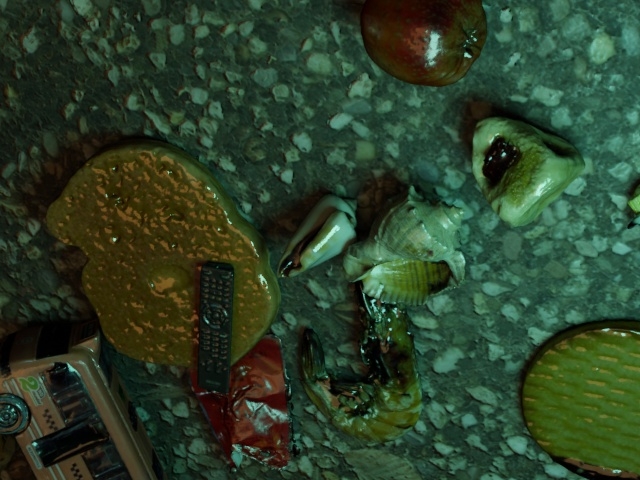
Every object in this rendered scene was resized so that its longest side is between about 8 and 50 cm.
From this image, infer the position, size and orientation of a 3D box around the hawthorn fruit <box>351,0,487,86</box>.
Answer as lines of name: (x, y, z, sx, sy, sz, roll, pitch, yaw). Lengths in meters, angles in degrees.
hawthorn fruit: (0.134, -0.312, 1.680, 0.200, 0.179, 0.179, 18, 121, 28)

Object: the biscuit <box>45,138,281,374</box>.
biscuit: (-0.261, 0.037, 2.030, 0.350, 0.078, 0.455, -17, 108, 23)

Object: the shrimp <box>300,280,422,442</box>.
shrimp: (0.057, 0.204, 2.023, 0.233, 0.071, 0.365, 0, 121, 24)

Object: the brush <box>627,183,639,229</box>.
brush: (0.572, -0.107, 1.705, 0.297, 0.068, 0.060, -29, 82, 24)

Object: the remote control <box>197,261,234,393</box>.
remote control: (-0.180, 0.153, 2.013, 0.063, 0.025, 0.245, 10, 115, 10)

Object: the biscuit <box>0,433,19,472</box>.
biscuit: (-0.684, 0.354, 2.335, 0.335, 0.078, 0.329, -12, 109, 23)

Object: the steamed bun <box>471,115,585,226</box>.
steamed bun: (0.291, -0.118, 1.741, 0.155, 0.172, 0.141, 47, 111, 12)

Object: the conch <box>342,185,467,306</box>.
conch: (0.140, 0.017, 1.841, 0.245, 0.163, 0.178, -30, 87, 30)

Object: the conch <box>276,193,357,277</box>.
conch: (-0.003, -0.009, 1.888, 0.104, 0.176, 0.094, 33, 145, 48)

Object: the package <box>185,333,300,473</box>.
package: (-0.140, 0.303, 2.133, 0.194, 0.071, 0.269, -8, 110, 8)

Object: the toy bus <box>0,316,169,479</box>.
toy bus: (-0.445, 0.360, 2.167, 0.233, 0.203, 0.427, -22, 109, -1)

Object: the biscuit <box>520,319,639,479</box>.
biscuit: (0.489, 0.270, 1.926, 0.318, 0.040, 0.318, 7, 118, 13)
